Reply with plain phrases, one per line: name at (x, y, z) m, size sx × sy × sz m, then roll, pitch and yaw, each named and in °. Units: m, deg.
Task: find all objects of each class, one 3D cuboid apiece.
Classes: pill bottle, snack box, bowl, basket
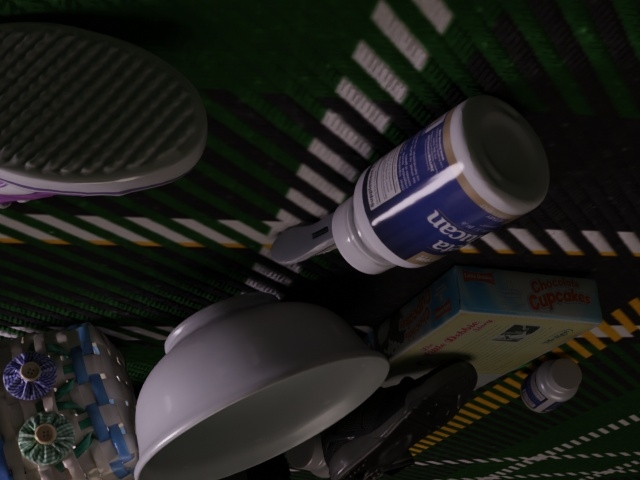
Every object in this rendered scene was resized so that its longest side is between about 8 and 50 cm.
pill bottle at (0.031, 0.380, 1.604) m, size 0.180 × 0.108 × 0.108 m, roll 15°, pitch 149°, yaw -39°
snack box at (0.177, 0.123, 1.107) m, size 0.187 × 0.060 × 0.322 m, roll 6°, pitch 154°, yaw -20°
pill bottle at (0.086, -0.034, 0.689) m, size 0.094 × 0.094 × 0.169 m, roll 12°, pitch 151°, yaw -34°
bowl at (-0.084, 0.150, 0.976) m, size 0.298 × 0.134 × 0.298 m, roll -23°, pitch 156°, yaw -11°
basket at (-0.357, 0.230, 1.017) m, size 0.289 × 0.255 × 0.201 m, roll -25°, pitch 157°, yaw -3°
pill bottle at (0.360, 0.223, 1.368) m, size 0.067 × 0.067 × 0.120 m, roll -2°, pitch 156°, yaw -8°

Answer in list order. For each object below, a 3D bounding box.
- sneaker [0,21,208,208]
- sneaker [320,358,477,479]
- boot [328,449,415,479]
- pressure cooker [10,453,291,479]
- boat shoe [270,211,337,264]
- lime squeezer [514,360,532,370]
sneaker at (-0.205, -0.061, 0.577) m, size 0.282 × 0.102 × 0.161 m, roll 4°, pitch 160°, yaw 4°
sneaker at (0.086, 0.201, 1.112) m, size 0.227 × 0.130 × 0.087 m, roll -42°, pitch 135°, yaw 15°
boot at (0.014, 0.277, 1.299) m, size 0.246 × 0.161 × 0.083 m, roll -2°, pitch 156°, yaw -7°
pressure cooker at (-0.255, 0.431, 1.311) m, size 0.420 × 0.375 × 0.370 m, roll 13°, pitch 159°, yaw -32°
boat shoe at (0.000, 0.000, 0.826) m, size 0.100 × 0.035 × 0.035 m, roll -26°, pitch 147°, yaw 26°
lime squeezer at (0.191, 0.241, 1.413) m, size 0.110 × 0.059 × 0.310 m, roll -26°, pitch 171°, yaw -40°
